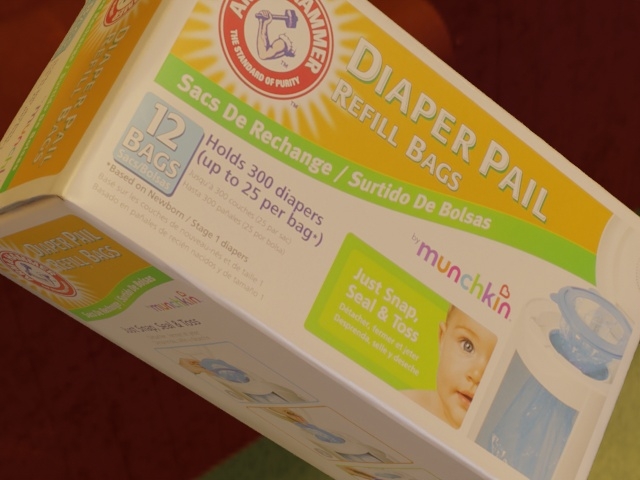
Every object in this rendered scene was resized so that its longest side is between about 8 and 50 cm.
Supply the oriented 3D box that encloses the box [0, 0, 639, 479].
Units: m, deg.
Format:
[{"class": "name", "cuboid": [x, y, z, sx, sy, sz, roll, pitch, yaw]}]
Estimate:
[{"class": "box", "cuboid": [0.000, 0.000, 0.497, 0.203, 0.103, 0.114, 34, 68, -24]}]
